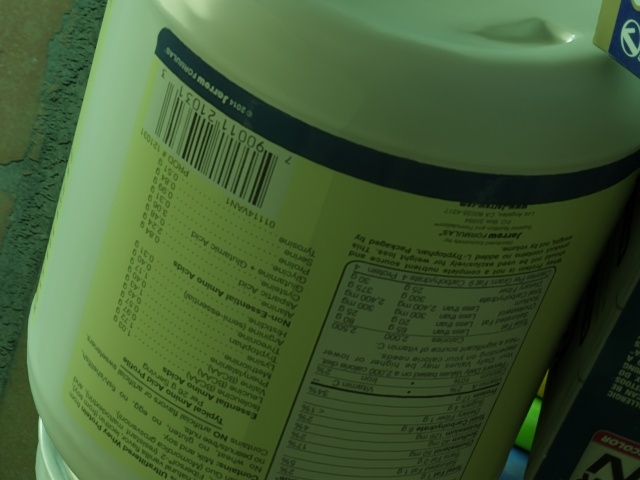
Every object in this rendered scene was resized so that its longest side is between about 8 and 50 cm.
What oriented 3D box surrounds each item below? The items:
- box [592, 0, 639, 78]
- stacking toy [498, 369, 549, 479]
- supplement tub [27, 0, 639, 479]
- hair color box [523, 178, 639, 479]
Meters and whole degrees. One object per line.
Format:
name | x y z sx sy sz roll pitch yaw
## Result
box | 0.170 -0.077 0.581 0.225 0.036 0.136 48 137 48
stacking toy | 0.140 0.092 1.211 0.141 0.141 0.330 -68 3 -66
supplement tub | 0.000 0.000 0.834 0.235 0.235 0.325 -69 -1 -54
hair color box | 0.198 -0.048 0.770 0.174 0.105 0.347 -69 0 -49
